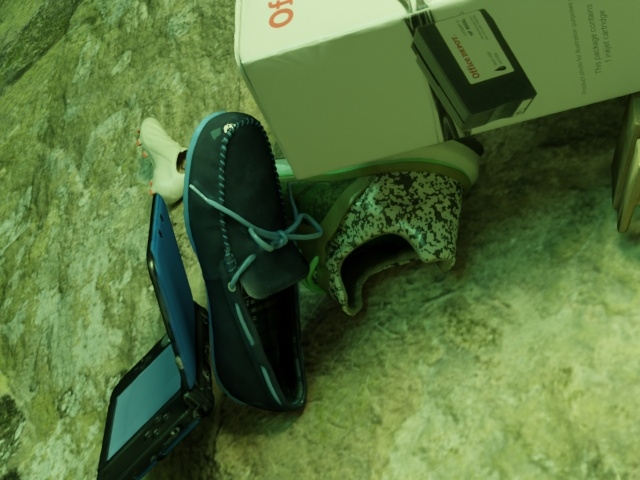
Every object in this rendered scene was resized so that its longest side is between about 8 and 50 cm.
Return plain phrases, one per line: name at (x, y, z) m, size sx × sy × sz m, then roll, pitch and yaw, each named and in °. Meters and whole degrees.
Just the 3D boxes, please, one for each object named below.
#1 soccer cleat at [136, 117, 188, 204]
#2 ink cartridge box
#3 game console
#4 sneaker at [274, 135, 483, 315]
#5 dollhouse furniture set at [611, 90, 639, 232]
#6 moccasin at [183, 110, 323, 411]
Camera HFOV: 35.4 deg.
soccer cleat at (-0.241, -0.135, 1.598) m, size 0.076 × 0.068 × 0.196 m, roll -33°, pitch 45°, yaw 13°
ink cartridge box at (0.129, -0.251, 0.973) m, size 0.394 × 0.166 × 0.286 m, roll -14°, pitch 45°, yaw 12°
game console at (-0.220, 0.117, 1.186) m, size 0.250 × 0.173 × 0.293 m, roll -45°, pitch 17°, yaw 7°
sneaker at (0.000, 0.000, 1.164) m, size 0.410 × 0.158 × 0.182 m, roll -19°, pitch 57°, yaw 40°
dollhouse furniture set at (0.355, -0.049, 0.921) m, size 0.151 × 0.123 × 0.144 m, roll 5°, pitch 54°, yaw 8°
moccasin at (-0.056, 0.027, 1.090) m, size 0.116 × 0.342 × 0.137 m, roll 16°, pitch 34°, yaw 41°
